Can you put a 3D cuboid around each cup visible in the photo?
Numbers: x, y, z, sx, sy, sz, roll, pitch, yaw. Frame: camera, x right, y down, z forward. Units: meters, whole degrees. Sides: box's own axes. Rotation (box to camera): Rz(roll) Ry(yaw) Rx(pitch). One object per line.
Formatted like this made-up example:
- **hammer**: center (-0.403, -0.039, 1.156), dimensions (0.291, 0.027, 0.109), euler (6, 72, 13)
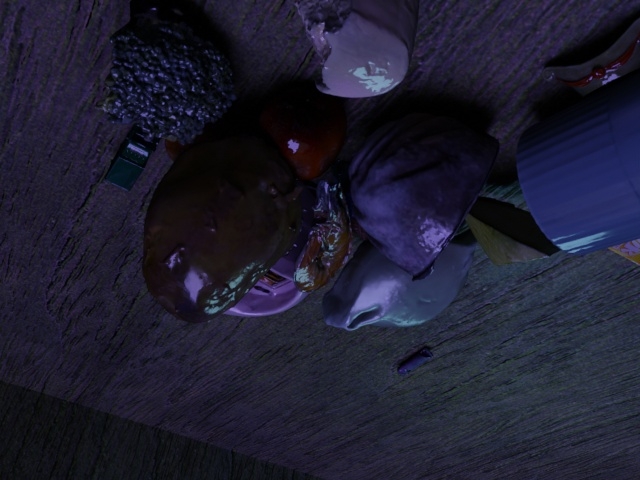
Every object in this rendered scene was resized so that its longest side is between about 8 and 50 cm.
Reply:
- **cup**: center (0.525, -0.146, 1.178), dimensions (0.311, 0.331, 0.256), euler (-24, 99, 43)

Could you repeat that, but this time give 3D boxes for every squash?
- **squash**: center (0.360, -0.036, 1.347), dimensions (0.204, 0.154, 0.237), euler (-19, 175, 37)

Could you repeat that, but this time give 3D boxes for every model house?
- **model house**: center (0.078, -0.063, 1.464), dimensions (0.120, 0.148, 0.148), euler (1, 142, 10)

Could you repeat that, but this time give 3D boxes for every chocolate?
- **chocolate**: center (0.155, -0.101, 1.285), dimensions (0.213, 0.303, 0.303), euler (30, 145, 1)

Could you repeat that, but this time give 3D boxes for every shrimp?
- **shrimp**: center (0.000, 0.000, 1.353), dimensions (0.062, 0.164, 0.316), euler (31, 153, 20)

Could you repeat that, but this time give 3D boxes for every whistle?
- **whistle**: center (0.278, 0.358, 2.128), dimensions (0.033, 0.033, 0.176), euler (20, 146, -14)

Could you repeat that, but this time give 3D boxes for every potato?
- **potato**: center (-0.189, -0.001, 1.227), dimensions (0.301, 0.237, 0.288), euler (3, 123, 16)

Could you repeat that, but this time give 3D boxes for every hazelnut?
- **hazelnut**: center (-0.217, -0.182, 1.399), dimensions (0.150, 0.150, 0.150), euler (7, 146, 5)

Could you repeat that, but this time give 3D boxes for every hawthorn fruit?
- **hawthorn fruit**: center (-0.035, -0.183, 1.313), dimensions (0.169, 0.169, 0.188), euler (8, 144, 4)

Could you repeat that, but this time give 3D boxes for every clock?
- **clock**: center (-0.177, 0.028, 1.574), dimensions (0.368, 0.250, 0.377), euler (32, 141, -27)

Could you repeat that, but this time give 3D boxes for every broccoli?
- **broccoli**: center (-0.278, -0.289, 1.234), dimensions (0.243, 0.263, 0.246), euler (11, 120, 46)

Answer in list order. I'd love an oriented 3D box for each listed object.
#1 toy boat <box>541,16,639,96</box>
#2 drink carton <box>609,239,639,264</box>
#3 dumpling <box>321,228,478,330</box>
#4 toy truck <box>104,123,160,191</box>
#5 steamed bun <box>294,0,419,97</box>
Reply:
- **toy boat**: center (0.438, -0.277, 1.121), dimensions (0.185, 0.089, 0.071), euler (-26, 88, 43)
- **drink carton**: center (0.602, -0.031, 1.434), dimensions (0.223, 0.071, 0.096), euler (25, 142, -20)
- **dumpling**: center (0.167, 0.086, 1.533), dimensions (0.321, 0.211, 0.270), euler (0, 161, -11)
- **toy truck**: center (-0.387, -0.177, 1.488), dimensions (0.065, 0.079, 0.147), euler (26, 141, -21)
- **steamed bun**: center (0.035, -0.318, 1.033), dimensions (0.170, 0.225, 0.200), euler (-23, 135, 40)
